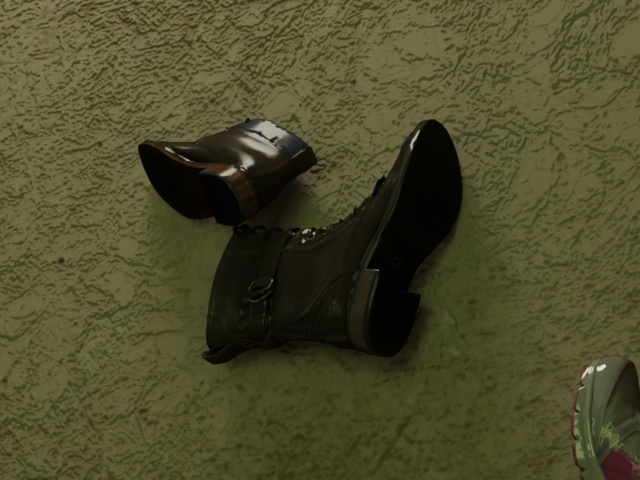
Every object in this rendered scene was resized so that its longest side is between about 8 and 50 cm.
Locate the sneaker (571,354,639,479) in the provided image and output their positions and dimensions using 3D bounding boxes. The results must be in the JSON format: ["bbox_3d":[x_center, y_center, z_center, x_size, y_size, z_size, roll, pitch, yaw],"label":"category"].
[{"bbox_3d":[0.277,0.205,1.457,0.111,0.103,0.252,-20,65,18],"label":"sneaker"}]

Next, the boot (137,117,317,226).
[{"bbox_3d":[-0.097,-0.076,1.846,0.106,0.082,0.219,-30,29,-24],"label":"boot"}]

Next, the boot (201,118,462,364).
[{"bbox_3d":[0.000,0.000,1.729,0.229,0.091,0.263,2,62,41],"label":"boot"}]
